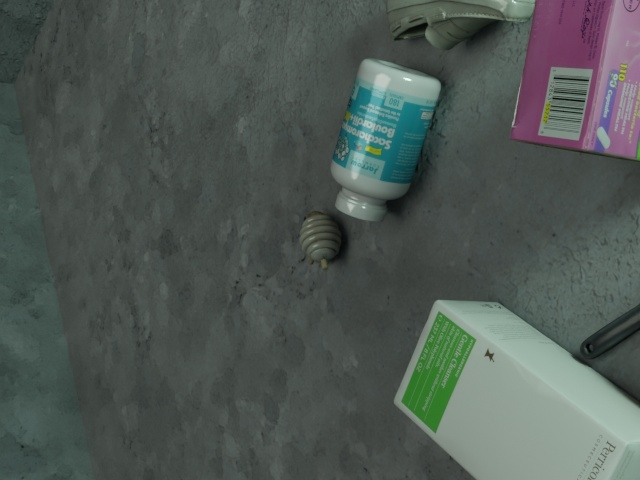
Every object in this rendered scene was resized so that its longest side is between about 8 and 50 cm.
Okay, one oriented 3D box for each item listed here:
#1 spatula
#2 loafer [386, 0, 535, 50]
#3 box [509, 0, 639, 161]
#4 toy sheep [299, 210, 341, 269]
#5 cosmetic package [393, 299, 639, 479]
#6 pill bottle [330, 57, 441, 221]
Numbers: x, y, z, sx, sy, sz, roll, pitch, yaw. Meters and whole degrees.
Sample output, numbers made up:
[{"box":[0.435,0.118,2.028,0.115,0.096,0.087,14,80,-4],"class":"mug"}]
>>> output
[{"box":[0.455,0.077,1.163,0.296,0.030,0.084,-49,58,38],"class":"spatula"},{"box":[0.220,-0.364,1.429,0.319,0.112,0.111,26,113,57],"class":"loafer"},{"box":[0.377,-0.211,1.106,0.117,0.243,0.213,18,102,50],"class":"box"},{"box":[0.000,0.000,1.696,0.091,0.091,0.132,-44,50,41],"class":"toy sheep"},{"box":[0.297,0.253,1.255,0.365,0.155,0.197,37,114,47],"class":"cosmetic package"},{"box":[0.104,-0.170,1.524,0.146,0.146,0.264,34,114,47],"class":"pill bottle"}]
